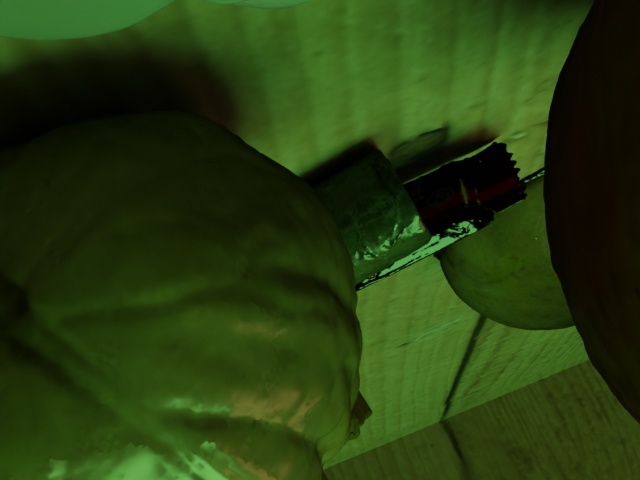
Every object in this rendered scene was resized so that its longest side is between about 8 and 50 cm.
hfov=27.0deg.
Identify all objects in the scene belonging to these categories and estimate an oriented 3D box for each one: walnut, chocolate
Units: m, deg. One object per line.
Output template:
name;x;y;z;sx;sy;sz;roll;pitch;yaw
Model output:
walnut;-0.084;0.053;0.596;0.225;0.225;0.261;-23;164;3
chocolate;0.047;-0.004;0.856;0.182;0.028;0.086;-27;-150;7

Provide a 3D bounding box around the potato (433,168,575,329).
potato;0.169;0.030;1.097;0.120;0.100;0.261;-21;165;-9

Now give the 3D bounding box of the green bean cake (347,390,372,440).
green bean cake;-0.099;0.154;1.087;0.230;0.131;0.224;-31;166;20

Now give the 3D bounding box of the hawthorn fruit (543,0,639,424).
hawthorn fruit;0.332;-0.012;0.540;0.472;0.472;0.472;-21;166;-6

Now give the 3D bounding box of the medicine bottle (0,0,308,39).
medicine bottle;-0.064;-0.100;0.333;0.119;0.069;0.183;-33;161;32

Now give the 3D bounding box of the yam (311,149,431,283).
yam;0.000;0.000;0.800;0.146;0.070;0.070;-28;165;24
